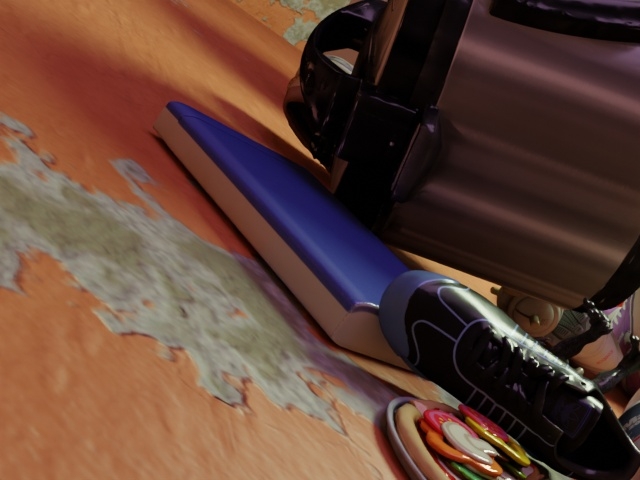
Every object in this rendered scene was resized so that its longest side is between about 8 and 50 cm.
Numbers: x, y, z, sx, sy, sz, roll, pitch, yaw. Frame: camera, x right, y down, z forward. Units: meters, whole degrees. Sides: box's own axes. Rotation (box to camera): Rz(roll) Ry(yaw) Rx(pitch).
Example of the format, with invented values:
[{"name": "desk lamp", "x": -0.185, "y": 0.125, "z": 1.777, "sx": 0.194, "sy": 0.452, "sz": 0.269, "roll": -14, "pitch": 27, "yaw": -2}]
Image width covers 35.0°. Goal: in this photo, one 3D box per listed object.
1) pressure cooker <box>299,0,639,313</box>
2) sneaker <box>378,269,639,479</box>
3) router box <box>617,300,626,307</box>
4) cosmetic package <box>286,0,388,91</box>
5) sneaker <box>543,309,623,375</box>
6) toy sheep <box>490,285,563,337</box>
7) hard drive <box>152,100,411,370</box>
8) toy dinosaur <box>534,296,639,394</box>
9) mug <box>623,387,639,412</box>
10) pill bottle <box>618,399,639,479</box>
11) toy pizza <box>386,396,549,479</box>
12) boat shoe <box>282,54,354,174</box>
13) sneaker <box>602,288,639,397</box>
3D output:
[{"name": "pressure cooker", "x": 0.180, "y": -0.142, "z": 1.126, "sx": 0.420, "sy": 0.375, "sz": 0.370, "roll": 20, "pitch": -13, "yaw": -1}, {"name": "sneaker", "x": 0.146, "y": 0.102, "z": 0.750, "sx": 0.232, "sy": 0.081, "sz": 0.090, "roll": 38, "pitch": -13, "yaw": -23}, {"name": "router box", "x": 0.660, "y": 0.225, "z": 1.727, "sx": 0.335, "sy": 0.082, "sz": 0.301, "roll": 29, "pitch": 21, "yaw": -21}, {"name": "cosmetic package", "x": 0.227, "y": -0.284, "z": 1.799, "sx": 0.329, "sy": 0.393, "sz": 0.327, "roll": 25, "pitch": 16, "yaw": -45}, {"name": "sneaker", "x": 0.327, "y": 0.114, "z": 1.346, "sx": 0.115, "sy": 0.090, "sz": 0.232, "roll": 47, "pitch": 10, "yaw": -23}, {"name": "toy sheep", "x": 0.258, "y": 0.077, "z": 1.257, "sx": 0.091, "sy": 0.091, "sz": 0.132, "roll": 35, "pitch": 26, "yaw": -7}, {"name": "hard drive", "x": 0.000, "y": 0.000, "z": 0.903, "sx": 0.210, "sy": 0.040, "sz": 0.318, "roll": 25, "pitch": 17, "yaw": -46}, {"name": "toy dinosaur", "x": 0.231, "y": 0.121, "z": 0.913, "sx": 0.268, "sy": 0.118, "sz": 0.064, "roll": 22, "pitch": 29, "yaw": -49}, {"name": "mug", "x": 0.415, "y": 0.221, "z": 1.088, "sx": 0.169, "sy": 0.113, "sz": 0.150, "roll": 38, "pitch": 13, "yaw": -12}, {"name": "pill bottle", "x": 0.298, "y": 0.191, "z": 0.863, "sx": 0.108, "sy": 0.108, "sz": 0.180, "roll": 38, "pitch": 11, "yaw": 8}, {"name": "toy pizza", "x": 0.128, "y": 0.163, "z": 0.660, "sx": 0.201, "sy": 0.032, "sz": 0.201, "roll": 35, "pitch": 12, "yaw": -8}, {"name": "boat shoe", "x": 0.068, "y": -0.097, "z": 1.361, "sx": 0.324, "sy": 0.123, "sz": 0.116, "roll": 44, "pitch": 44, "yaw": -7}, {"name": "sneaker", "x": 0.411, "y": 0.106, "z": 1.351, "sx": 0.161, "sy": 0.102, "sz": 0.282, "roll": 43, "pitch": -27, "yaw": 48}]
